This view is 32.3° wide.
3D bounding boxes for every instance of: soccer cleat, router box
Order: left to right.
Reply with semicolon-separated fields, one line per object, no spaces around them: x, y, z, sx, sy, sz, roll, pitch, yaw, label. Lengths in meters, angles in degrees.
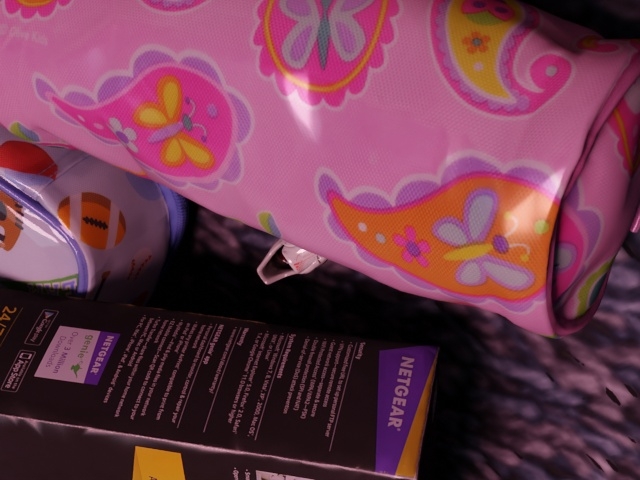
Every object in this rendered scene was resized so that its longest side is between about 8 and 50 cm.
-0.063;0.170;0.605;0.243;0.081;0.309;7;134;10;router box
0.000;0.000;0.549;0.083;0.035;0.029;-27;101;45;soccer cleat

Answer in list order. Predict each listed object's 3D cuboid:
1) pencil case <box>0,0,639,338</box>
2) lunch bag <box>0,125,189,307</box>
-0.007;-0.059;0.459;0.284;0.124;0.124;20;130;26;pencil case
-0.235;-0.036;0.651;0.303;0.115;0.243;40;138;6;lunch bag
